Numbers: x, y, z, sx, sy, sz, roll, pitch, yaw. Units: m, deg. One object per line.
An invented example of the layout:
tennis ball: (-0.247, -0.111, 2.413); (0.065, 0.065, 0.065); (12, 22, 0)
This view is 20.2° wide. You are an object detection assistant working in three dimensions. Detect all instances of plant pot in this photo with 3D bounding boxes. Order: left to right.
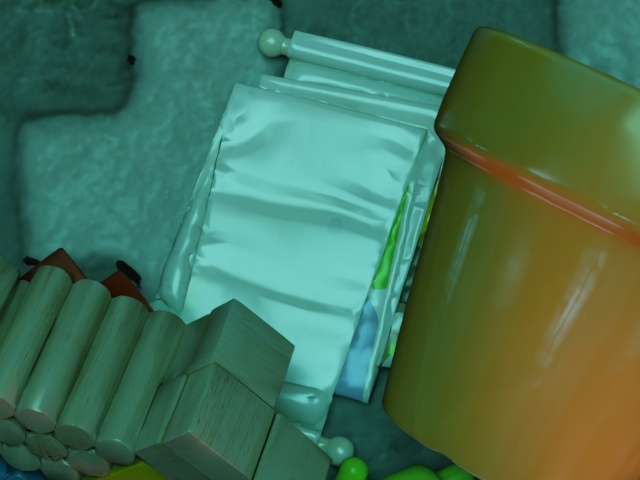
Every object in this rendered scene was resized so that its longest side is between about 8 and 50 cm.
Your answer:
plant pot: (0.127, 0.025, 0.860); (0.205, 0.205, 0.188); (26, 95, 9)

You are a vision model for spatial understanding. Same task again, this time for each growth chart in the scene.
growth chart: (0.000, 0.000, 0.951); (0.172, 0.021, 0.237); (23, 80, 8)

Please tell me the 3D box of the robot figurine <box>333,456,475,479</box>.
robot figurine: (0.032, 0.154, 0.886); (0.115, 0.067, 0.101); (-22, 37, -12)

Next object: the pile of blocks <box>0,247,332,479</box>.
pile of blocks: (-0.167, 0.061, 0.909); (0.362, 0.149, 0.112); (17, 50, 4)
